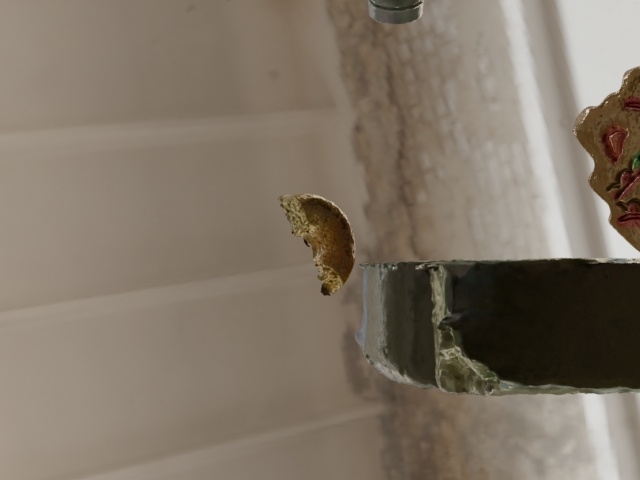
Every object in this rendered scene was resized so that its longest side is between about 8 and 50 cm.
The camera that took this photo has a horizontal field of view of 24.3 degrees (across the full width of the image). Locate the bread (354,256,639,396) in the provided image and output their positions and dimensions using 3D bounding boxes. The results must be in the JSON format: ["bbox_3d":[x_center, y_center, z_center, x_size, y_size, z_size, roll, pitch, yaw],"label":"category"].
[{"bbox_3d":[0.200,0.081,1.422,0.382,0.366,0.129,4,-93,-63],"label":"bread"}]

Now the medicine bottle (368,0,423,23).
[{"bbox_3d":[0.089,-0.367,1.753,0.090,0.090,0.216,-33,-46,-39],"label":"medicine bottle"}]

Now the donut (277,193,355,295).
[{"bbox_3d":[0.000,0.000,1.242,0.067,0.038,0.083,13,-113,-27],"label":"donut"}]

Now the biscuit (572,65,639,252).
[{"bbox_3d":[0.385,-0.089,1.746,0.041,0.212,0.238,7,-104,-42],"label":"biscuit"}]
